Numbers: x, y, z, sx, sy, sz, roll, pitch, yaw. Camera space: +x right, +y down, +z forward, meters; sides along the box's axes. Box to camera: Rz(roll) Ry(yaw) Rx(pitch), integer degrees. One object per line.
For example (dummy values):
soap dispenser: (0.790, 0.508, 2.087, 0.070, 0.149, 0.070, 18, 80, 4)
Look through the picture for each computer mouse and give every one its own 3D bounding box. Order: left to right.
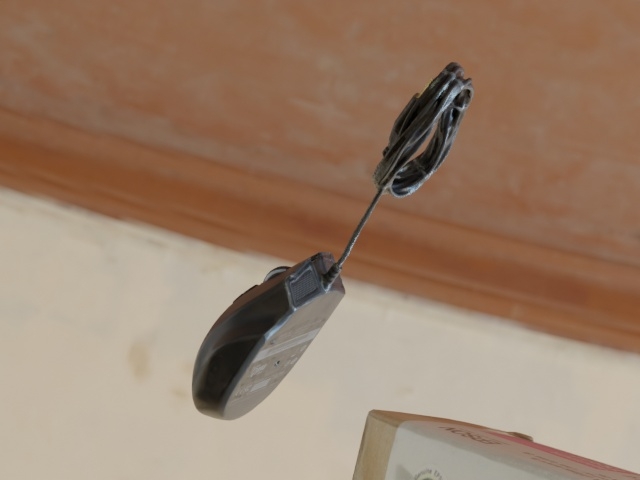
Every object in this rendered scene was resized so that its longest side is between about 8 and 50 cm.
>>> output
computer mouse: (0.000, 0.000, 0.975, 0.041, 0.242, 0.071, 44, -154, 17)

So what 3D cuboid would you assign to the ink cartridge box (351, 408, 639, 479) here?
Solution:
ink cartridge box: (0.088, 0.183, 0.768, 0.088, 0.193, 0.234, 14, 178, -30)
